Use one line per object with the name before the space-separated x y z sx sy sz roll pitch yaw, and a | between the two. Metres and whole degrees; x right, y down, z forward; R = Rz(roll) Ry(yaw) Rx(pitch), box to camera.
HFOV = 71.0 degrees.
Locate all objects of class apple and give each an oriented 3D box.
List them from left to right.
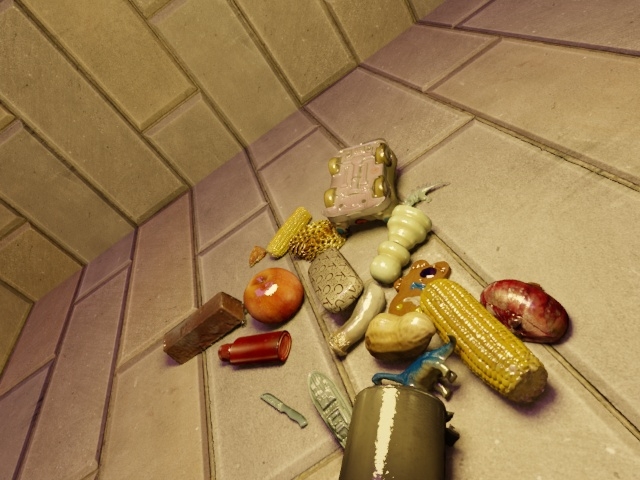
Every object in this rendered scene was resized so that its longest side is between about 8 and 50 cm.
apple | -0.162 0.180 1.500 0.201 0.162 0.201 -26 35 20

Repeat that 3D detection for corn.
corn | -0.124 -0.033 1.799 0.081 0.081 0.248 8 54 48
corn | 0.348 0.213 1.004 0.131 0.131 0.344 -37 33 1

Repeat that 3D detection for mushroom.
mushroom | 0.105 0.226 1.270 0.092 0.081 0.223 22 65 33

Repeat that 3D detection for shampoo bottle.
shampoo bottle | -0.216 0.349 1.435 0.260 0.064 0.102 -15 43 32

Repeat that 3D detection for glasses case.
glasses case | 0.039 0.117 1.416 0.137 0.085 0.354 -44 19 4

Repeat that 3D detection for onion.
onion | 0.457 0.139 1.022 0.206 0.098 0.151 12 59 50

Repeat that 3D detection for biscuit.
biscuit | 0.274 0.148 1.246 0.180 0.039 0.236 1 51 43

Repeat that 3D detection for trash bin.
trash bin | 0.133 0.451 0.849 0.252 0.202 0.301 15 48 3

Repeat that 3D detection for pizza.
pizza | -0.266 0.070 1.861 0.100 0.029 0.099 5 60 49

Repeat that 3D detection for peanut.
peanut | 0.190 0.230 1.099 0.236 0.110 0.120 -39 56 56

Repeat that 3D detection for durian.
durian | 0.000 0.000 1.652 0.252 0.144 0.139 -39 -5 10

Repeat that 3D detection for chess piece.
chess piece | 0.233 0.024 1.368 0.133 0.133 0.243 8 61 48

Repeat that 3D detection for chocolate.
chocolate | -0.422 0.308 1.618 0.321 0.112 0.111 -35 36 12

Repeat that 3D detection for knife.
knife | -0.104 0.461 1.237 0.210 0.015 0.028 10 62 50

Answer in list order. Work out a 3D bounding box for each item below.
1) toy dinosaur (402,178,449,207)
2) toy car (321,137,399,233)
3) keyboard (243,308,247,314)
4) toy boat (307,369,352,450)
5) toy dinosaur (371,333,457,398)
toy dinosaur | 0.345 -0.158 1.546 0.209 0.039 0.082 -29 32 12
toy car | 0.163 -0.177 1.614 0.242 0.226 0.335 -13 52 25
keyboard | -0.277 0.251 1.659 0.176 0.014 0.055 -40 30 -5
toy boat | 0.027 0.408 1.112 0.078 0.085 0.260 -41 33 -4
toy dinosaur | 0.216 0.282 1.034 0.188 0.247 0.075 29 30 37
